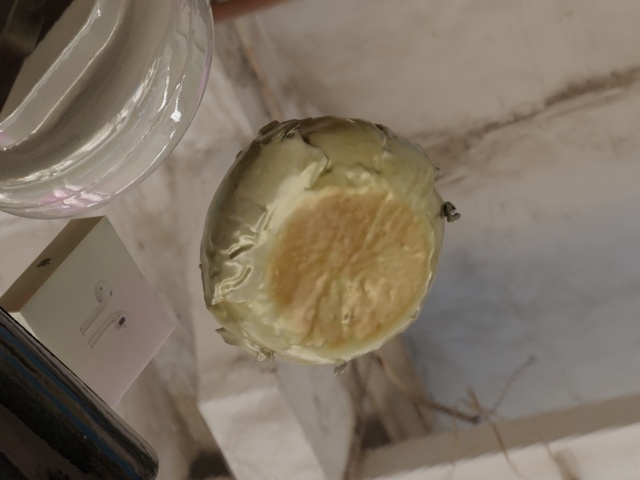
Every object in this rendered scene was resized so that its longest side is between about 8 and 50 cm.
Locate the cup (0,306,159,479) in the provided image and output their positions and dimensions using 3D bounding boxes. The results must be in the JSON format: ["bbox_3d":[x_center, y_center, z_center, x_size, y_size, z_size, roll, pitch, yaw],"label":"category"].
[{"bbox_3d":[-0.224,0.148,0.903,0.166,0.177,0.239,-36,-164,9],"label":"cup"}]

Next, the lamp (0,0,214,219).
[{"bbox_3d":[-0.127,-0.098,0.567,0.179,0.108,0.246,-53,-126,7],"label":"lamp"}]

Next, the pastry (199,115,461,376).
[{"bbox_3d":[0.000,0.000,0.837,0.166,0.166,0.088,-32,-152,-15],"label":"pastry"}]

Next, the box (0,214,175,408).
[{"bbox_3d":[-0.204,0.069,1.214,0.051,0.130,0.129,-4,-144,38],"label":"box"}]
